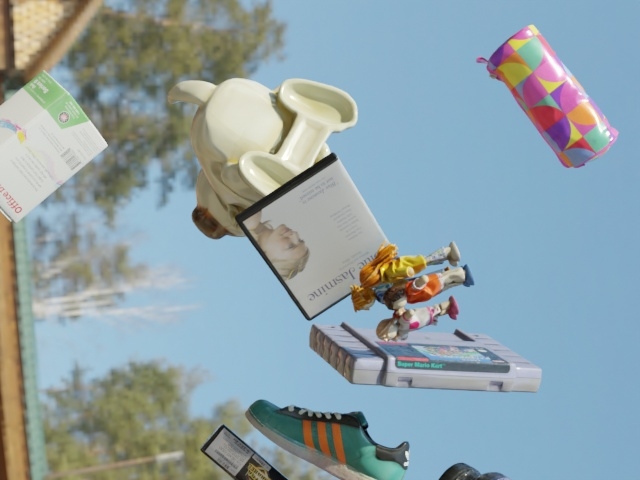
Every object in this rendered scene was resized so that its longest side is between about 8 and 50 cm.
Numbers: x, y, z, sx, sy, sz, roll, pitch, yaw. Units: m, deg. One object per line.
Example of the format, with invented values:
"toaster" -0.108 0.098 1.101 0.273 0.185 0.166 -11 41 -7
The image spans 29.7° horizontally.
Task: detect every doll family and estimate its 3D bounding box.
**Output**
"doll family" 0.130 0.070 1.880 0.263 0.163 0.118 94 -21 -68

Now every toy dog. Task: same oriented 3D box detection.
"toy dog" -0.150 -0.135 2.476 0.408 0.395 0.285 115 -8 -65

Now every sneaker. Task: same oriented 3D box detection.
"sneaker" 0.017 0.341 2.143 0.121 0.302 0.108 -63 174 -1

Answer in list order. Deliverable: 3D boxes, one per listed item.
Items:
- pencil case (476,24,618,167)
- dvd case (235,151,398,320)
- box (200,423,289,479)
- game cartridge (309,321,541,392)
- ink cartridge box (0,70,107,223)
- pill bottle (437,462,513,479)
"pencil case" 0.350 -0.217 1.850 0.236 0.104 0.104 50 -36 3
"dvd case" 0.000 0.000 1.871 0.253 0.180 0.022 56 0 -41
"box" -0.103 0.474 2.338 0.293 0.073 0.295 42 -11 1
"game cartridge" 0.182 0.202 2.107 0.230 0.354 0.068 -159 -105 -68
"ink cartridge box" -0.490 -0.155 2.025 0.093 0.212 0.154 39 -12 34
"pill bottle" 0.268 0.410 1.741 0.219 0.122 0.123 26 -62 42
